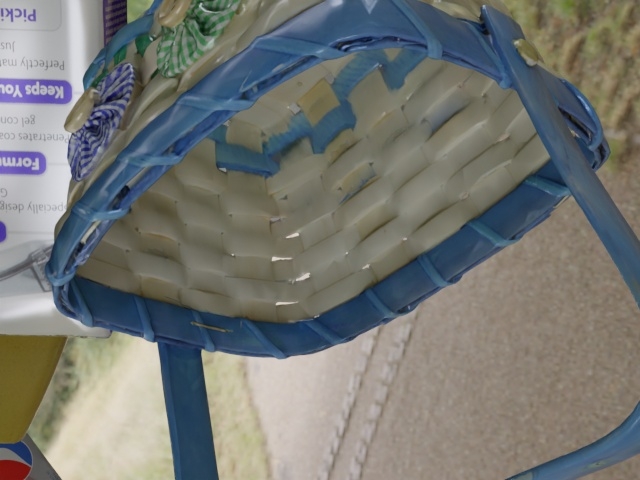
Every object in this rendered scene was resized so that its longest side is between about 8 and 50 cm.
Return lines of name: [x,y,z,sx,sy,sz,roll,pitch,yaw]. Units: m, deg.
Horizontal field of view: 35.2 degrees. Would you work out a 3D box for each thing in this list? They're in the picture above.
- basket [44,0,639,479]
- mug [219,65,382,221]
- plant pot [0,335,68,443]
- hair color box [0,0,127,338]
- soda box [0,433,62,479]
basket: [0.000,0.000,0.442,0.255,0.201,0.289,-41,56,33]
mug: [-0.037,-0.197,1.432,0.374,0.276,0.328,-9,84,51]
plant pot: [-0.322,0.060,0.880,0.212,0.212,0.187,-137,55,-68]
hair color box: [-0.214,-0.115,0.611,0.110,0.185,0.339,-100,13,-75]
soda box: [-0.428,0.246,1.263,0.083,0.263,0.092,-41,14,-32]
